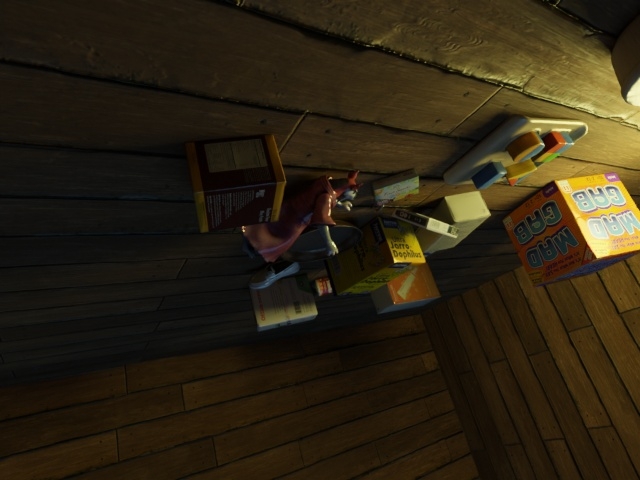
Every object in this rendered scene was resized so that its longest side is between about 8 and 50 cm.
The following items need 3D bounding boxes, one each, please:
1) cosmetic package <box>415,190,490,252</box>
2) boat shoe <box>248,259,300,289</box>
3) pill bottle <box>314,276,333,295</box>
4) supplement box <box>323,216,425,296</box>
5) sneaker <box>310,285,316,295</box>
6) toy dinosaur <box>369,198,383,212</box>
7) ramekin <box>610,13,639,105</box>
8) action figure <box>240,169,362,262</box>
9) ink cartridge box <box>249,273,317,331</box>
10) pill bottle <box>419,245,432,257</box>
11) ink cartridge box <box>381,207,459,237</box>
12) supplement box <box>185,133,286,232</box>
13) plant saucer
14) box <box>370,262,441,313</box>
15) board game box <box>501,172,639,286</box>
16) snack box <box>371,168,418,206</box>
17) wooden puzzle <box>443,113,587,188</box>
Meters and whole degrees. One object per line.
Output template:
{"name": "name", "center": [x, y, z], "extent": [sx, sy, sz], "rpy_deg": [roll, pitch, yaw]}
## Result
{"name": "cosmetic package", "center": [0.523, -0.066, 1.662], "extent": [0.160, 0.113, 0.309], "rpy_deg": [-10, 157, -15]}
{"name": "boat shoe", "center": [-0.196, 0.123, 1.678], "extent": [0.226, 0.083, 0.075], "rpy_deg": [-26, 148, -6]}
{"name": "pill bottle", "center": [0.053, 0.222, 2.074], "extent": [0.152, 0.086, 0.086], "rpy_deg": [-14, 159, -7]}
{"name": "supplement box", "center": [0.206, 0.075, 1.667], "extent": [0.194, 0.195, 0.357], "rpy_deg": [2, 152, -40]}
{"name": "sneaker", "center": [-0.149, 0.306, 2.077], "extent": [0.287, 0.130, 0.109], "rpy_deg": [-9, 156, -22]}
{"name": "toy dinosaur", "center": [0.201, -0.132, 1.392], "extent": [0.082, 0.047, 0.090], "rpy_deg": [-47, 178, 38]}
{"name": "ramekin", "center": [0.795, -0.439, 0.907], "extent": [0.273, 0.127, 0.273], "rpy_deg": [-14, 159, -5]}
{"name": "action figure", "center": [-0.049, -0.097, 1.164], "extent": [0.370, 0.248, 0.275], "rpy_deg": [-37, 110, 17]}
{"name": "ink cartridge box", "center": [-0.178, 0.290, 1.911], "extent": [0.278, 0.201, 0.117], "rpy_deg": [-10, 158, -17]}
{"name": "pill bottle", "center": [0.522, 0.030, 1.961], "extent": [0.067, 0.067, 0.120], "rpy_deg": [-1, 154, -34]}
{"name": "ink cartridge box", "center": [0.364, -0.072, 1.499], "extent": [0.206, 0.045, 0.208], "rpy_deg": [11, -171, -43]}
{"name": "supplement box", "center": [-0.197, -0.128, 0.955], "extent": [0.194, 0.129, 0.191], "rpy_deg": [-10, 158, -16]}
{"name": "plant saucer", "center": [0.000, 0.000, 1.524], "extent": [0.311, 0.050, 0.310], "rpy_deg": [-13, 157, -6]}
{"name": "box", "center": [0.464, 0.264, 2.302], "extent": [0.346, 0.214, 0.168], "rpy_deg": [-4, 155, -30]}
{"name": "board game box", "center": [1.124, -0.042, 1.823], "extent": [0.357, 0.356, 0.356], "rpy_deg": [-9, 158, -18]}
{"name": "snack box", "center": [0.236, -0.166, 1.295], "extent": [0.141, 0.037, 0.100], "rpy_deg": [-18, 151, 4]}
{"name": "wooden puzzle", "center": [0.619, -0.257, 1.299], "extent": [0.348, 0.080, 0.322], "rpy_deg": [-3, 156, -30]}
